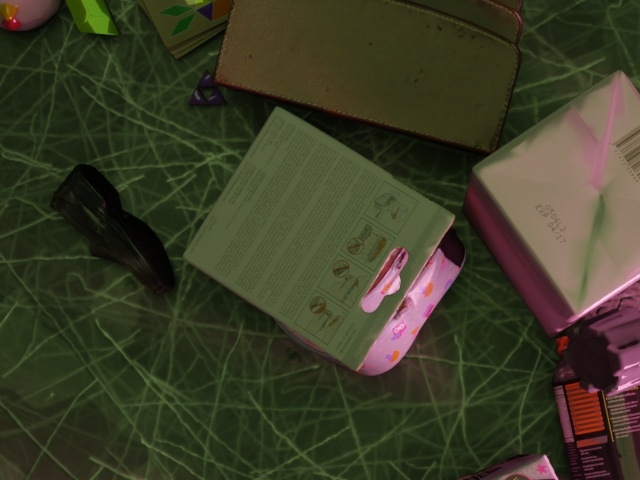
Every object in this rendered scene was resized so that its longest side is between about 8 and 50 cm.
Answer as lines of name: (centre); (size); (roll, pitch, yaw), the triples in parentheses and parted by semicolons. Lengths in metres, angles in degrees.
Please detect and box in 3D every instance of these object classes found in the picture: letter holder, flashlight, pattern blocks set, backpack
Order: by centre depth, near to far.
flashlight: (0.383, 0.078, 1.763); (0.304, 0.103, 0.103); (-17, 49, -28)
backpack: (0.038, 0.040, 1.815); (0.166, 0.144, 0.188); (30, 95, 32)
letter holder: (0.060, -0.229, 1.817); (0.301, 0.152, 0.214); (15, 95, -2)
pattern blocks set: (-0.144, -0.308, 1.896); (0.285, 0.026, 0.325); (-17, 97, 2)

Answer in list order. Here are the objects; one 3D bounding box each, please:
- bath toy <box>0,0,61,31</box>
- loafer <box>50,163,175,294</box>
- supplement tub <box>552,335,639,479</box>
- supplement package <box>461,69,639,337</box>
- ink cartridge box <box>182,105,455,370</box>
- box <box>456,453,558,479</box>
bath toy: (-0.459, -0.267, 1.881); (0.348, 0.129, 0.151); (-4, 83, 1)
loafer: (-0.225, -0.003, 1.882); (0.061, 0.062, 0.170); (-43, 80, 19)
supplement tub: (0.310, 0.187, 1.807); (0.117, 0.117, 0.190); (-10, 83, 0)
supplement package: (0.265, -0.029, 1.746); (0.175, 0.293, 0.177); (-34, 83, -2)
ink cartridge box: (0.000, 0.000, 1.744); (0.232, 0.066, 0.189); (32, 90, 19)
box: (0.186, 0.309, 1.729); (0.142, 0.247, 0.163); (-24, 83, -3)
